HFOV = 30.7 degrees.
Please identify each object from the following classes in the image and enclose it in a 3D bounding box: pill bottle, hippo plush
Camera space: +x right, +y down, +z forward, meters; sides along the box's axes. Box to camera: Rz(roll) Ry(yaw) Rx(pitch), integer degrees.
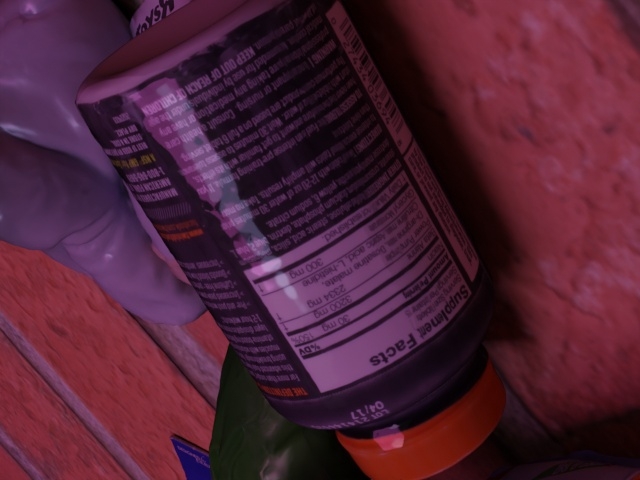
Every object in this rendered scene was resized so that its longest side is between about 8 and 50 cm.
[{"bbox_3d":[0.000,0.000,0.562,0.130,0.130,0.246,-4,123,51],"label":"pill bottle"},{"bbox_3d":[-0.176,-0.012,0.651,0.234,0.236,0.294,43,148,6],"label":"hippo plush"}]

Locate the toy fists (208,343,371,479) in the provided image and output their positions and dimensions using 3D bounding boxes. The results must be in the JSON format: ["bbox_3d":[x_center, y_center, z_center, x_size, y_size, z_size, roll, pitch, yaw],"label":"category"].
[{"bbox_3d":[-0.007,0.159,0.666,0.279,0.096,0.142,-105,28,-43],"label":"toy fists"}]

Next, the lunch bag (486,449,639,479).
[{"bbox_3d":[0.173,0.219,0.550,0.243,0.115,0.303,46,168,0],"label":"lunch bag"}]

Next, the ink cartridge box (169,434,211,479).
[{"bbox_3d":[-0.044,0.348,1.067,0.175,0.069,0.371,19,137,36],"label":"ink cartridge box"}]
